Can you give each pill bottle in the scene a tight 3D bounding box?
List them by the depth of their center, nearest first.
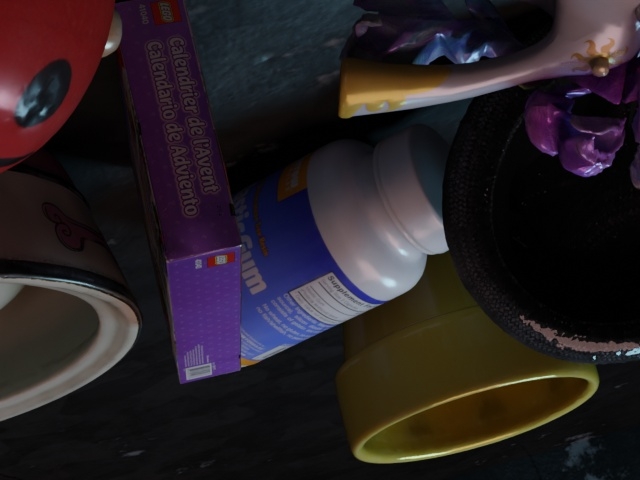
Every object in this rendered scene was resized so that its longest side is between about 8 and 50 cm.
[{"bbox_3d":[0.000,0.000,1.466,0.272,0.152,0.152,-27,157,27],"label":"pill bottle"}]

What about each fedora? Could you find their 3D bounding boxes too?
[{"bbox_3d":[0.254,-0.061,1.401,0.334,0.334,0.152,-14,-169,-4],"label":"fedora"}]

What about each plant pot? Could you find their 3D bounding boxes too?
[{"bbox_3d":[0.123,0.071,1.621,0.254,0.239,0.254,-14,161,-5],"label":"plant pot"}]

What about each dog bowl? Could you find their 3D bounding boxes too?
[{"bbox_3d":[-0.359,0.044,1.319,0.407,0.150,0.408,-13,161,-5],"label":"dog bowl"}]

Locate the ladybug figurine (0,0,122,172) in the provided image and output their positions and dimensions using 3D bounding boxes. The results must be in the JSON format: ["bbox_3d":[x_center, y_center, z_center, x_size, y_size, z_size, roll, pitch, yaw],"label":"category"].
[{"bbox_3d":[-0.305,-0.118,0.902,0.449,0.162,0.305,-2,156,-34],"label":"ladybug figurine"}]

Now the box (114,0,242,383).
[{"bbox_3d":[-0.106,-0.029,1.234,0.057,0.201,0.293,-12,160,-8],"label":"box"}]

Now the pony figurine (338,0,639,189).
[{"bbox_3d":[0.196,-0.153,1.098,0.363,0.303,0.351,1,150,-2],"label":"pony figurine"}]
